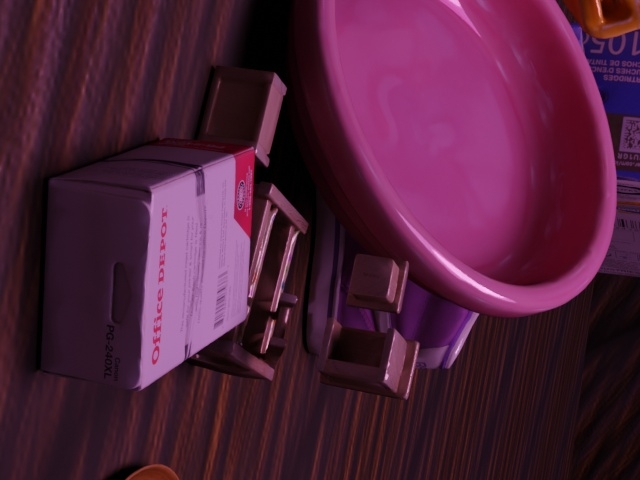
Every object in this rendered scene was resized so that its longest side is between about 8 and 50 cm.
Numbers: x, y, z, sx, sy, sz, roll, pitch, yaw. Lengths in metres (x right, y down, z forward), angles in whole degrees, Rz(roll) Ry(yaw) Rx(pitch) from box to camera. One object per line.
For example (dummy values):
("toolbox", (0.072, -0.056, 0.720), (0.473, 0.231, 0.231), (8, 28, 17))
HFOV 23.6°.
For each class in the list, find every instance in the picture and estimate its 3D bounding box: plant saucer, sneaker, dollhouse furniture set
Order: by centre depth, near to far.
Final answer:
("dollhouse furniture set", (0.000, 0.000, 0.978), (0.101, 0.161, 0.182), (48, 54, -69))
("plant saucer", (0.090, -0.097, 1.138), (0.332, 0.084, 0.332), (22, 58, -39))
("sneaker", (0.080, -0.031, 1.235), (0.102, 0.161, 0.282), (-41, 136, -63))

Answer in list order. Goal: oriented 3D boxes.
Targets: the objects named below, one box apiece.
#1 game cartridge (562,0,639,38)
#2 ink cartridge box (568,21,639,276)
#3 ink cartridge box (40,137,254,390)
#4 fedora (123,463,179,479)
("game cartridge", (0.153, -0.326, 1.112), (0.324, 0.052, 0.285), (-104, 178, -65))
("ink cartridge box", (0.208, -0.090, 1.432), (0.395, 0.270, 0.151), (45, 53, -70))
("ink cartridge box", (-0.093, 0.008, 0.847), (0.150, 0.063, 0.109), (-31, 128, -68))
("fedora", (-0.095, 0.231, 0.926), (0.194, 0.079, 0.194), (9, 90, -73))
